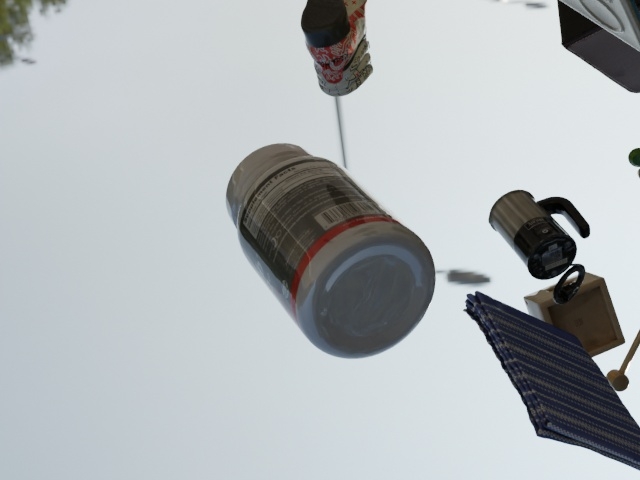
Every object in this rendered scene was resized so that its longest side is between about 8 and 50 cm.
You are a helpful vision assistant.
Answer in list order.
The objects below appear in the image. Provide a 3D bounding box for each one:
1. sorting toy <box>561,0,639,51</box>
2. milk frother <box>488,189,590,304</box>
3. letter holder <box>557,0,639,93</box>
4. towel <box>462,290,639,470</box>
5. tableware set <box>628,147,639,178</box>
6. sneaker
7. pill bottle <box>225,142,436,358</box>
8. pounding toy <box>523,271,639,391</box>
[{"bbox_3d":[0.260,-0.289,1.196,0.038,0.208,0.193,-50,-126,7],"label":"sorting toy"},{"bbox_3d":[0.344,0.013,1.784,0.129,0.143,0.135,-7,-144,-18],"label":"milk frother"},{"bbox_3d":[0.520,-0.356,1.617,0.301,0.214,0.152,-24,-124,40],"label":"letter holder"},{"bbox_3d":[0.354,0.211,1.692,0.243,0.040,0.336,23,-157,-25],"label":"towel"},{"bbox_3d":[0.633,-0.143,2.030,0.154,0.104,0.024,-20,-161,22],"label":"tableware set"},{"bbox_3d":[0.034,-0.334,1.722,0.090,0.145,0.270,-4,-137,16],"label":"sneaker"},{"bbox_3d":[0.000,0.000,1.680,0.210,0.210,0.363,-17,-148,-17],"label":"pill bottle"},{"bbox_3d":[0.483,0.165,2.018,0.181,0.206,0.094,-22,-171,-7],"label":"pounding toy"}]
